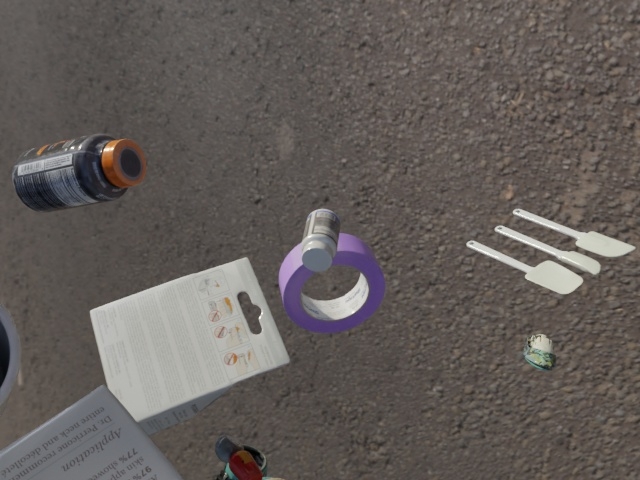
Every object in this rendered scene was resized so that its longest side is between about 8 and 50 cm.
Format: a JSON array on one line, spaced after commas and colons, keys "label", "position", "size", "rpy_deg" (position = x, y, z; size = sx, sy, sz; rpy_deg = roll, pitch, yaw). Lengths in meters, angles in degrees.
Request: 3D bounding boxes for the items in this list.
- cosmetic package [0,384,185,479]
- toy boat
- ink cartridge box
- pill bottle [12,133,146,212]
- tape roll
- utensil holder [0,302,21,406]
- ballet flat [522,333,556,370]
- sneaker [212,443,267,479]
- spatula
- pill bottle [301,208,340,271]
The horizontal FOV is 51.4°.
[{"label": "cosmetic package", "position": [-0.324, 0.496, 0.923], "size": [0.394, 0.329, 0.327], "rpy_deg": [44, 142, 21]}, {"label": "toy boat", "position": [-0.186, 0.604, 1.577], "size": [0.148, 0.268, 0.318], "rpy_deg": [35, 135, 43]}, {"label": "ink cartridge box", "position": [-0.295, 0.234, 1.504], "size": [0.091, 0.385, 0.308], "rpy_deg": [88, 159, -55]}, {"label": "pill bottle", "position": [-0.452, -0.130, 1.264], "size": [0.246, 0.130, 0.130], "rpy_deg": [-7, 82, 27]}, {"label": "tape roll", "position": [0.030, 0.116, 1.775], "size": [0.274, 0.275, 0.090], "rpy_deg": [-58, 27, 25]}, {"label": "utensil holder", "position": [-0.819, 0.287, 1.401], "size": [0.385, 0.328, 0.327], "rpy_deg": [-41, 59, 56]}, {"label": "ballet flat", "position": [0.469, 0.233, 1.425], "size": [0.070, 0.188, 0.070], "rpy_deg": [0, 89, 8]}, {"label": "sneaker", "position": [-0.253, 0.656, 1.819], "size": [0.124, 0.296, 0.178], "rpy_deg": [34, 122, 31]}, {"label": "spatula", "position": [0.371, 0.010, 1.120], "size": [0.242, 0.168, 0.019], "rpy_deg": [32, 148, 53]}, {"label": "pill bottle", "position": [0.000, 0.000, 1.440], "size": [0.078, 0.078, 0.137], "rpy_deg": [-45, 21, 34]}]
